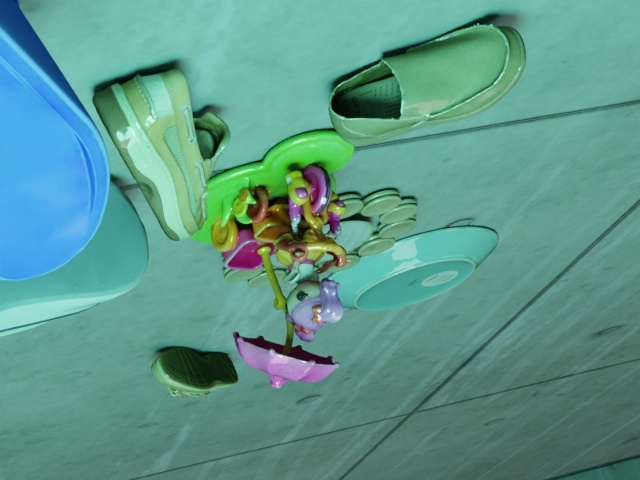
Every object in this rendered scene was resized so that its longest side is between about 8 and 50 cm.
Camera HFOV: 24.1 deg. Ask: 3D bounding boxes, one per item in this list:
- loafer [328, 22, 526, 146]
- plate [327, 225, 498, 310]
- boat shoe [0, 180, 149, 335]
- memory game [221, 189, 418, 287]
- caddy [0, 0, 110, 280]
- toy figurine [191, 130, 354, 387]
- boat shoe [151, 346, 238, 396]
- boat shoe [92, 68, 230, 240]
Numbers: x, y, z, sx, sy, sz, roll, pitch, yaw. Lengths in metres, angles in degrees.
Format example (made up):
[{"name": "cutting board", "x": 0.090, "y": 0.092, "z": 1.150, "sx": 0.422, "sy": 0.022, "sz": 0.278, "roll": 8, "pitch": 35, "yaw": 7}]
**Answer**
[{"name": "loafer", "x": 0.069, "y": -0.104, "z": 1.019, "sx": 0.148, "sy": 0.056, "sz": 0.050, "roll": -25, "pitch": 166, "yaw": 21}, {"name": "plate", "x": 0.091, "y": 0.036, "z": 1.492, "sx": 0.188, "sy": 0.024, "sz": 0.188, "roll": -16, "pitch": 160, "yaw": -6}, {"name": "boat shoe", "x": -0.288, "y": 0.021, "z": 0.966, "sx": 0.156, "sy": 0.136, "sz": 0.367, "roll": -27, "pitch": 170, "yaw": 34}, {"name": "memory game", "x": 0.000, "y": 0.000, "z": 1.324, "sx": 0.186, "sy": 0.012, "sz": 0.186, "roll": -16, "pitch": 162, "yaw": -5}, {"name": "caddy", "x": -0.249, "y": -0.065, "z": 0.657, "sx": 0.241, "sy": 0.179, "sz": 0.341, "roll": -39, "pitch": 154, "yaw": -1}, {"name": "toy figurine", "x": -0.019, "y": 0.027, "z": 1.137, "sx": 0.130, "sy": 0.159, "sz": 0.173, "roll": 6, "pitch": 149, "yaw": -40}, {"name": "boat shoe", "x": -0.136, "y": 0.141, "z": 1.544, "sx": 0.045, "sy": 0.050, "sz": 0.135, "roll": -31, "pitch": 158, "yaw": 21}, {"name": "boat shoe", "x": -0.092, "y": -0.056, "z": 1.005, "sx": 0.072, "sy": 0.068, "sz": 0.190, "roll": -29, "pitch": 162, "yaw": -4}]
